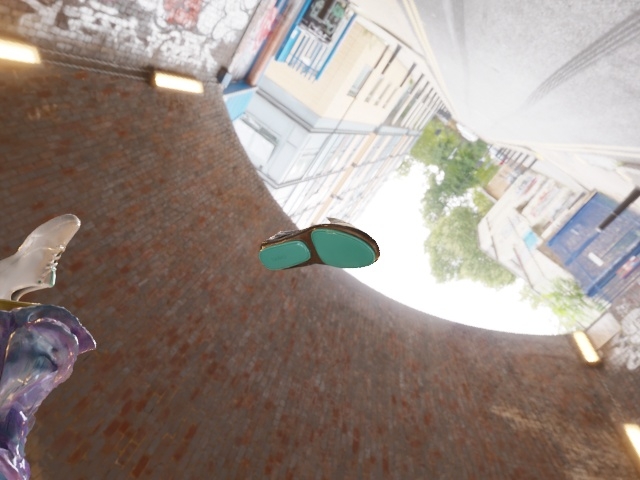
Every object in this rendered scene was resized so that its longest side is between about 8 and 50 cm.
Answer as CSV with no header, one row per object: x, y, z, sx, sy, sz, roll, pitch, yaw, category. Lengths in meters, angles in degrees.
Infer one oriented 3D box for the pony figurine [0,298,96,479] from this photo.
-0.253,0.208,0.234,0.302,0.364,0.351,-3,164,33,pony figurine

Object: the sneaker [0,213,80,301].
-0.538,0.044,0.834,0.094,0.212,0.080,40,161,3,sneaker

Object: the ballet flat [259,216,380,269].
0.000,0.000,0.837,0.096,0.280,0.095,-49,-54,-45,ballet flat
